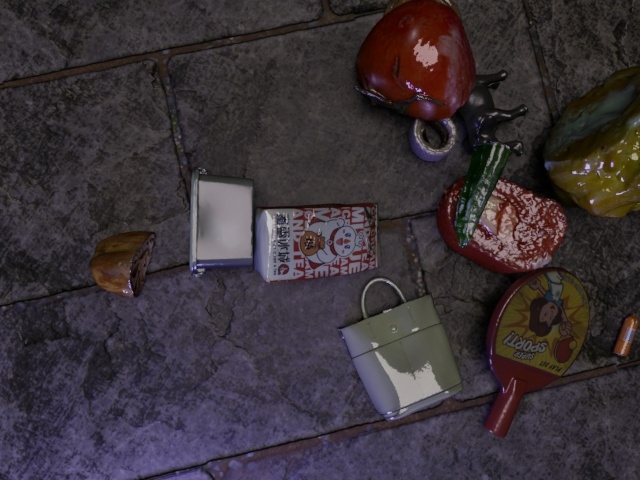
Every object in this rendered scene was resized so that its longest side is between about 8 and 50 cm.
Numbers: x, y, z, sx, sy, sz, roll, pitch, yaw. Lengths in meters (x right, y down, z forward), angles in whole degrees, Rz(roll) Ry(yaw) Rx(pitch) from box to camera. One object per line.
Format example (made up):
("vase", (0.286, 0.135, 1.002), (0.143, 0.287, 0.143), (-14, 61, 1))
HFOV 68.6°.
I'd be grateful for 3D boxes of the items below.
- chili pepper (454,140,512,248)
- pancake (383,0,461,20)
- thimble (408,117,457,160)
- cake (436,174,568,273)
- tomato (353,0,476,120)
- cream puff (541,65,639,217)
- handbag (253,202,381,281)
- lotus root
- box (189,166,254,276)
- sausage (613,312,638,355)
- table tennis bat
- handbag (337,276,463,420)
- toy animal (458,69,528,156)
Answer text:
("chili pepper", (0.332, -0.091, 0.987), (0.059, 0.088, 0.226), (14, 93, -26))
("pancake", (0.256, -0.552, 1.177), (0.200, 0.021, 0.199), (0, 85, -2))
("thimble", (0.266, -0.250, 1.124), (0.102, 0.090, 0.115), (-11, 88, 1))
("cake", (0.404, -0.033, 1.082), (0.283, 0.151, 0.176), (26, 83, 2))
("tomato", (0.220, -0.432, 1.046), (0.309, 0.170, 0.308), (-2, 74, 7))
("cream puff", (0.689, -0.190, 1.007), (0.276, 0.378, 0.378), (39, 86, -16))
("handbag", (0.000, 0.000, 1.079), (0.299, 0.151, 0.170), (-2, 96, -17))
("lotus root", (-0.462, 0.052, 1.082), (0.135, 0.095, 0.159), (-1, 80, 2))
("box", (-0.222, -0.039, 1.066), (0.135, 0.163, 0.243), (0, 85, -11))
("sausage", (0.741, 0.226, 1.133), (0.031, 0.031, 0.107), (24, 86, 0))
("table tennis bat", (0.483, 0.258, 1.089), (0.268, 0.051, 0.414), (22, 93, -20))
("handbag", (0.182, 0.239, 1.106), (0.242, 0.109, 0.315), (-21, 74, -4))
("toy animal", (0.402, -0.300, 1.130), (0.147, 0.114, 0.244), (-18, 65, -9))
